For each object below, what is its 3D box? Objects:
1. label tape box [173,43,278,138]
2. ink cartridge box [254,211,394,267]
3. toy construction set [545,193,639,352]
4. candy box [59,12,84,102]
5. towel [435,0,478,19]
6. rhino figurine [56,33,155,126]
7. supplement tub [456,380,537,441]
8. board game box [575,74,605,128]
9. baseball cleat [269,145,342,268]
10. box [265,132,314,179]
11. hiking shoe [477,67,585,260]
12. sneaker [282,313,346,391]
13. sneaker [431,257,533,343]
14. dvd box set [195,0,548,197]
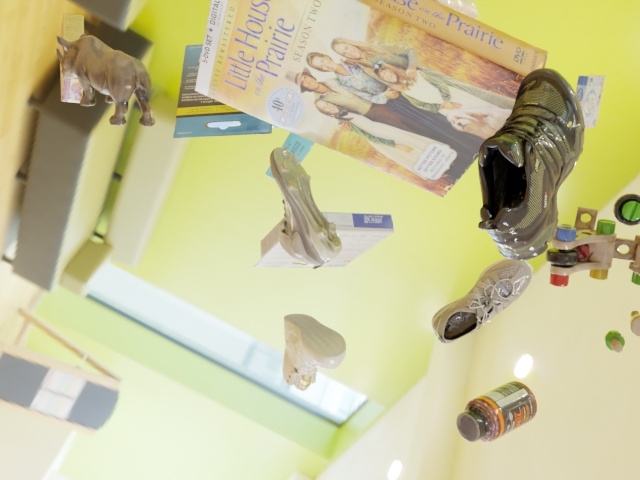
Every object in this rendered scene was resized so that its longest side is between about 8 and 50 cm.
[{"bbox_3d":[-0.226,-0.349,1.872,0.106,0.240,0.334,83,6,-55],"label":"label tape box"},{"bbox_3d":[0.000,0.000,2.227,0.330,0.324,0.071,-37,-124,58],"label":"ink cartridge box"},{"bbox_3d":[0.577,0.054,1.454,0.257,0.309,0.237,-18,-174,16],"label":"toy construction set"},{"bbox_3d":[-0.608,-0.445,1.832,0.109,0.053,0.187,136,-48,-58],"label":"candy box"},{"bbox_3d":[0.208,-0.615,1.635,0.053,0.317,0.332,-39,174,28],"label":"towel"},{"bbox_3d":[-0.351,-0.267,1.187,0.073,0.243,0.106,-25,135,-40],"label":"rhino figurine"},{"bbox_3d":[0.408,0.405,1.747,0.198,0.106,0.106,-14,153,-36],"label":"supplement tub"},{"bbox_3d":[0.458,-0.238,1.284,0.090,0.020,0.090,-16,116,-51],"label":"board game box"},{"bbox_3d":[-0.047,-0.048,1.236,0.109,0.206,0.072,-35,168,38],"label":"baseball cleat"},{"bbox_3d":[-0.044,-0.234,1.727,0.244,0.060,0.100,-50,-169,53],"label":"box"},{"bbox_3d":[0.224,-0.098,0.807,0.086,0.114,0.227,1,-110,36],"label":"hiking shoe"},{"bbox_3d":[-0.017,0.299,1.831,0.292,0.108,0.169,-149,-120,-67],"label":"sneaker"},{"bbox_3d":[0.381,0.153,1.735,0.281,0.105,0.115,-44,-173,17],"label":"sneaker"},{"bbox_3d":[0.047,-0.230,1.028,0.307,0.420,0.062,123,-11,-60],"label":"dvd box set"}]
